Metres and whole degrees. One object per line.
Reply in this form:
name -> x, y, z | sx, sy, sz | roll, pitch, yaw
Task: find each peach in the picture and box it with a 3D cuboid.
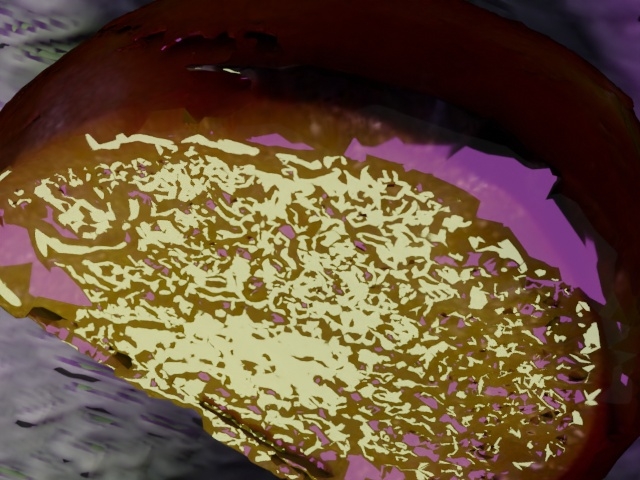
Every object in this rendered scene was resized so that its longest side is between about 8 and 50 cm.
peach -> 0.002, -0.002, 0.451 | 0.172, 0.092, 0.127 | 13, 125, 12
